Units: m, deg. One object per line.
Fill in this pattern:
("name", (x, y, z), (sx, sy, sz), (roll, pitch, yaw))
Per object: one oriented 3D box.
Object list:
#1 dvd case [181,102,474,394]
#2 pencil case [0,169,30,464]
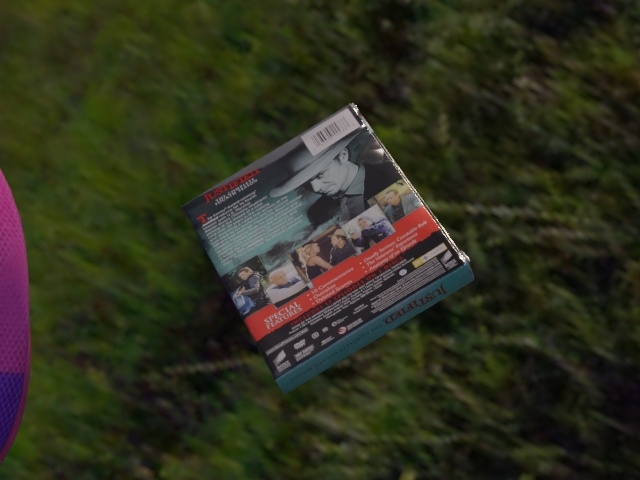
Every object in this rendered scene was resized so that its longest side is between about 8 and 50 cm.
("dvd case", (0.000, 0.000, 0.736), (0.087, 0.013, 0.119), (-32, 43, -1))
("pencil case", (-0.163, 0.005, 0.299), (0.104, 0.236, 0.104), (-10, 75, 44))
